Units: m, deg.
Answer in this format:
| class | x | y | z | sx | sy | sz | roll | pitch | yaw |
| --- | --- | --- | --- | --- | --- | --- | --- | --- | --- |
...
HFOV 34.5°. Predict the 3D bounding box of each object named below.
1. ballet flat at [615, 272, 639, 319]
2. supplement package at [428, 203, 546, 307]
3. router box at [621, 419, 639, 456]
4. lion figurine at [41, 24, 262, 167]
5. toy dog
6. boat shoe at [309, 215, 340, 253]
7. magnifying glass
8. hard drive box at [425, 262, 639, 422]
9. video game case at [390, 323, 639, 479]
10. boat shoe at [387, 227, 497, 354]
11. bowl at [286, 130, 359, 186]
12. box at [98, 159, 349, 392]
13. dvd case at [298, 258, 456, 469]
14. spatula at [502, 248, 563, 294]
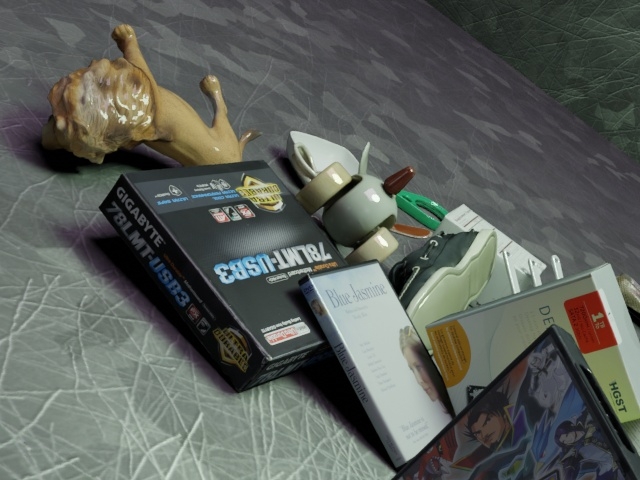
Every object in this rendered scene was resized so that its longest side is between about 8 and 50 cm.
| class | x | y | z | sx | sy | sz | roll | pitch | yaw |
| --- | --- | --- | --- | --- | --- | --- | --- | --- | --- |
| ballet flat | 0.666 | 0.168 | 2.046 | 0.250 | 0.058 | 0.084 | 49 | -8 | 22 |
| supplement package | 0.268 | 0.039 | 1.728 | 0.179 | 0.105 | 0.105 | 37 | 26 | 12 |
| router box | 0.508 | 0.384 | 1.256 | 0.301 | 0.082 | 0.335 | 40 | 14 | -41 |
| lion figurine | -0.215 | -0.161 | 1.487 | 0.392 | 0.142 | 0.240 | 20 | 33 | -35 |
| toy dog | 0.081 | -0.066 | 1.549 | 0.220 | 0.161 | 0.334 | 50 | 11 | -19 |
| boat shoe | 0.000 | 0.000 | 1.552 | 0.038 | 0.046 | 0.125 | 4 | 27 | -39 |
| magnifying glass | 0.149 | -0.077 | 1.918 | 0.231 | 0.026 | 0.092 | 27 | 24 | -17 |
| hard drive box | 0.272 | 0.151 | 1.282 | 0.089 | 0.232 | 0.181 | -12 | 81 | -59 |
| video game case | 0.176 | 0.248 | 0.988 | 0.035 | 0.275 | 0.248 | 32 | 21 | -24 |
| boat shoe | 0.158 | 0.064 | 1.538 | 0.113 | 0.127 | 0.340 | 12 | 32 | 26 |
| bowl | 0.008 | -0.122 | 1.789 | 0.142 | 0.053 | 0.142 | 16 | 28 | -36 |
| box | -0.086 | 0.030 | 1.302 | 0.293 | 0.073 | 0.295 | 50 | 29 | 18 |
| dvd case | 0.082 | 0.144 | 1.283 | 0.180 | 0.022 | 0.253 | -11 | 69 | -58 |
| spatula | 0.356 | 0.132 | 1.622 | 0.168 | 0.019 | 0.242 | 5 | 66 | -38 |
